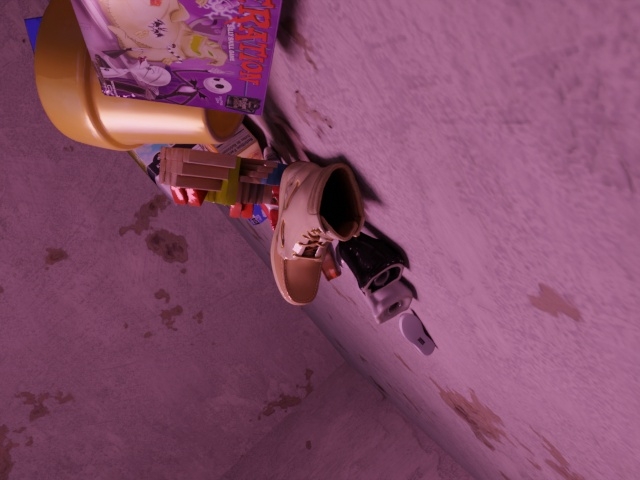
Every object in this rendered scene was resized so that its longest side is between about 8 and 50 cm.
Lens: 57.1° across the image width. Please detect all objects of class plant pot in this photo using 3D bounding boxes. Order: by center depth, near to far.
[{"bbox_3d":[-0.244,-0.250,0.886,0.239,0.253,0.254,13,160,14],"label":"plant pot"}]

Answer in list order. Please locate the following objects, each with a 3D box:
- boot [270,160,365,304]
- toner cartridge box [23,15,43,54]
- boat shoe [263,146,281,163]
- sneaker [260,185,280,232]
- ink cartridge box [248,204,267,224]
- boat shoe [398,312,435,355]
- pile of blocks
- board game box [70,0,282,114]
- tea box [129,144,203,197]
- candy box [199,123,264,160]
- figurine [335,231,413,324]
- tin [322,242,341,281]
[{"bbox_3d":[-0.006,-0.003,0.986,0.203,0.095,0.261,-162,76,-66],"label":"boot"},{"bbox_3d":[-0.582,-0.410,1.359,0.348,0.075,0.165,-137,36,-72],"label":"toner cartridge box"},{"bbox_3d":[-0.103,-0.169,1.253,0.100,0.035,0.035,66,-172,-71],"label":"boat shoe"},{"bbox_3d":[-0.113,-0.089,1.507,0.221,0.087,0.128,64,175,-16],"label":"sneaker"},{"bbox_3d":[-0.232,-0.104,2.014,0.097,0.046,0.207,52,170,-9],"label":"ink cartridge box"},{"bbox_3d":[0.203,0.203,1.288,0.142,0.049,0.040,53,170,-35],"label":"boat shoe"},{"bbox_3d":[-0.140,-0.093,1.064,0.149,0.112,0.362,10,-173,27],"label":"pile of blocks"},{"bbox_3d":[-0.147,-0.240,0.610,0.347,0.208,0.056,121,149,-72],"label":"board game box"},{"bbox_3d":[-0.427,-0.290,1.640,0.323,0.220,0.329,49,170,-9],"label":"tea box"},{"bbox_3d":[-0.246,-0.259,1.306,0.316,0.088,0.183,49,171,18],"label":"candy box"},{"bbox_3d":[0.076,0.032,1.121,0.209,0.092,0.215,53,174,33],"label":"figurine"},{"bbox_3d":[0.000,0.000,1.245,0.106,0.040,0.189,67,-177,-52],"label":"tin"}]
